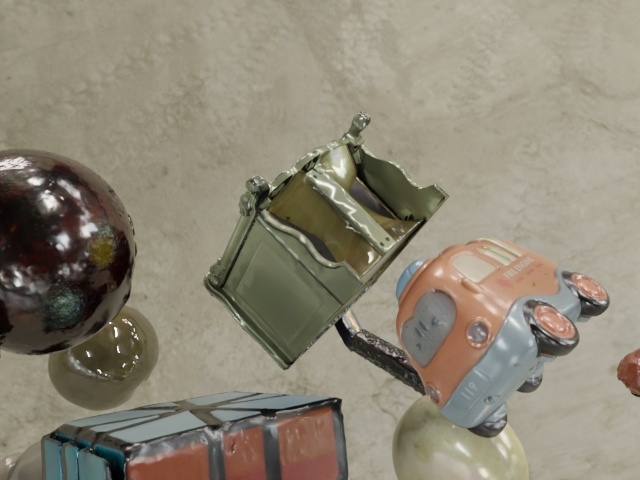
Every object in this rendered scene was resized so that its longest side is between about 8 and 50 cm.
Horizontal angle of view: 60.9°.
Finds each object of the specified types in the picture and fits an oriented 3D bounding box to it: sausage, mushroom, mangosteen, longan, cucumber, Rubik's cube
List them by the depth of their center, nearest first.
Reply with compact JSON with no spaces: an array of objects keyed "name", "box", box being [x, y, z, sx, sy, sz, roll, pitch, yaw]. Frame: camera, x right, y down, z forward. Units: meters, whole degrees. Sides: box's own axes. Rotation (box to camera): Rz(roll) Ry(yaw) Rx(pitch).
[{"name":"Rubik's cube","box":[-0.149,0.343,0.651,0.293,0.288,0.284,4,78,-40]},{"name":"mangosteen","box":[-0.409,0.023,0.749,0.310,0.311,0.312,5,60,-9]},{"name":"sausage","box":[0.500,0.175,0.780,0.076,0.141,0.076,41,27,-26]},{"name":"mushroom","box":[0.257,0.390,0.990,0.246,0.246,0.202,51,33,17]},{"name":"cucumber","box":[0.192,0.299,1.315,0.072,0.072,0.300,-36,37,-26]},{"name":"longan","box":[-0.705,0.382,1.793,0.360,0.361,0.361,5,60,-9]}]

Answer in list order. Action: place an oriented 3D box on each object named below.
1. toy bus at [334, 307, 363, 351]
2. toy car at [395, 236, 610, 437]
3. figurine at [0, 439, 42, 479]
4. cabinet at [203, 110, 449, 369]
[{"name":"toy bus","box":[0.085,0.262,1.713,0.072,0.057,0.172,-4,57,-40]},{"name":"toy car","box":[0.211,0.096,0.705,0.212,0.181,0.270,41,38,25]},{"name":"figurine","box":[-0.511,0.546,1.129,0.248,0.203,0.380,-10,34,-46]},{"name":"cabinet","box":[0.000,0.000,0.929,0.227,0.318,0.290,45,52,9]}]
